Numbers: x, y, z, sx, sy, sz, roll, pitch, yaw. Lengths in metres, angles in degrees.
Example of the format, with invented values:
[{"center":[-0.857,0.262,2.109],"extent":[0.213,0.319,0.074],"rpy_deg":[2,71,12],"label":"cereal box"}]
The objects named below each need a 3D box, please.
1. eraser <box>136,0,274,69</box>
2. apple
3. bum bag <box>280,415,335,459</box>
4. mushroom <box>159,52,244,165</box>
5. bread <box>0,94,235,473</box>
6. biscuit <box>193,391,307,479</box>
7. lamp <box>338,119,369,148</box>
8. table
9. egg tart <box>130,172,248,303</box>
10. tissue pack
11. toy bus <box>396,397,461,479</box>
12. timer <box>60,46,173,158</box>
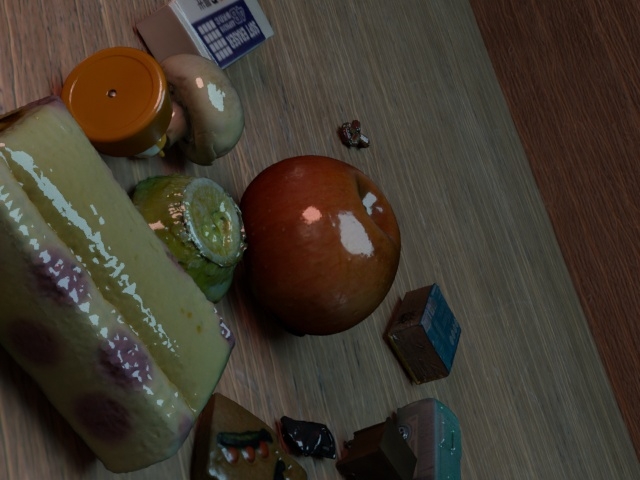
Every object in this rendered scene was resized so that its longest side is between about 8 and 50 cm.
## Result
[{"center":[-0.172,-0.329,1.407],"extent":[0.124,0.081,0.279],"rpy_deg":[58,27,-13],"label":"eraser"},{"center":[0.000,0.000,1.280],"extent":[0.251,0.206,0.272],"rpy_deg":[66,17,-10],"label":"apple"},{"center":[-0.013,0.270,1.233],"extent":[0.124,0.034,0.058],"rpy_deg":[23,34,-55],"label":"bum bag"},{"center":[-0.176,-0.175,1.218],"extent":[0.122,0.154,0.154],"rpy_deg":[-33,100,-23],"label":"mushroom"},{"center":[-0.238,0.041,0.872],"extent":[0.338,0.155,0.187],"rpy_deg":[58,34,-20],"label":"bread"},{"center":[-0.070,0.323,1.067],"extent":[0.301,0.043,0.278],"rpy_deg":[65,25,1],"label":"biscuit"},{"center":[0.065,-0.211,1.817],"extent":[0.083,0.031,0.063],"rpy_deg":[-21,85,-61],"label":"lamp"},{"center":[0.080,0.320,1.308],"extent":[0.083,0.082,0.070],"rpy_deg":[57,27,-15],"label":"table"},{"center":[-0.160,-0.009,1.154],"extent":[0.197,0.078,0.197],"rpy_deg":[40,37,-40],"label":"egg tart"},{"center":[0.192,0.170,1.654],"extent":[0.120,0.082,0.169],"rpy_deg":[59,26,-14],"label":"tissue pack"},{"center":[0.166,0.367,1.410],"extent":[0.091,0.109,0.261],"rpy_deg":[43,31,-27],"label":"toy bus"},{"center":[-0.233,-0.146,1.122],"extent":[0.152,0.132,0.132],"rpy_deg":[66,9,-68],"label":"timer"}]
